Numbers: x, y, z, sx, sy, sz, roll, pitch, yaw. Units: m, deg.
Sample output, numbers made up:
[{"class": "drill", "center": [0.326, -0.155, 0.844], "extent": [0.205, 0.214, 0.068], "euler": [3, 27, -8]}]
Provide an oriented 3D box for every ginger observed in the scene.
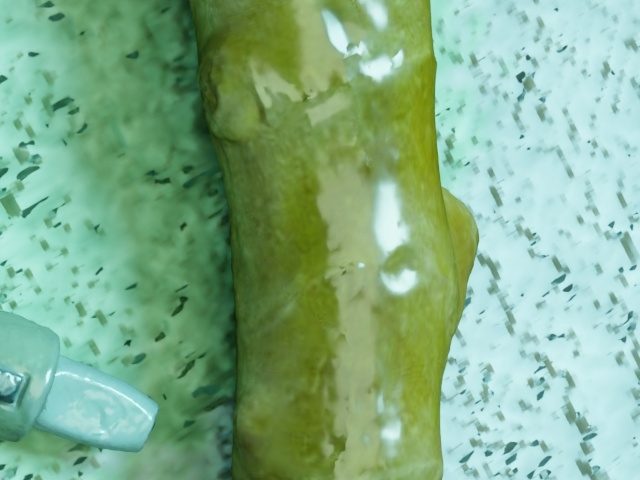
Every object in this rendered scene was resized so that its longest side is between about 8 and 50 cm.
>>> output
[{"class": "ginger", "center": [-0.002, 0.000, 0.494], "extent": [0.118, 0.065, 0.299], "euler": [3, 90, -36]}]

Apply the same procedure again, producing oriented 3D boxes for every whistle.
[{"class": "whistle", "center": [-0.090, 0.033, 0.478], "extent": [0.100, 0.035, 0.035], "euler": [22, 82, -18]}]
